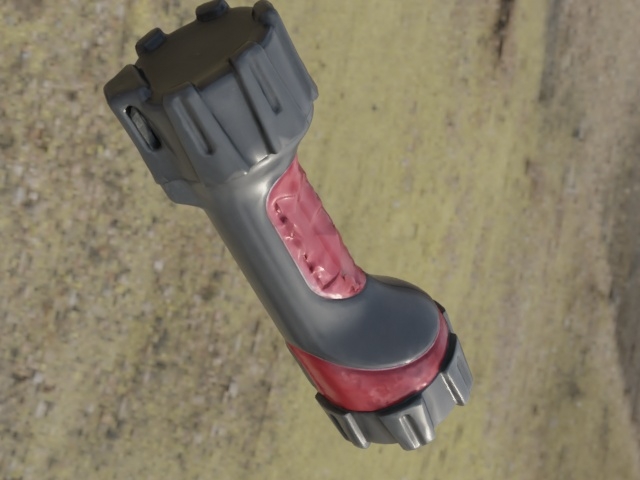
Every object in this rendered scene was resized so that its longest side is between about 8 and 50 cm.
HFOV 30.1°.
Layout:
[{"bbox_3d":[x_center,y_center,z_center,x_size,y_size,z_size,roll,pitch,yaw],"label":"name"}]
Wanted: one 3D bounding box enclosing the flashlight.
[{"bbox_3d":[0.000,0.000,0.684,0.304,0.103,0.103,63,39,-40],"label":"flashlight"}]
